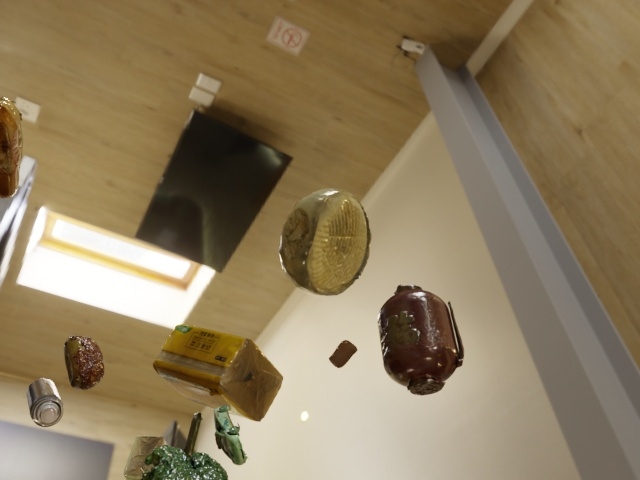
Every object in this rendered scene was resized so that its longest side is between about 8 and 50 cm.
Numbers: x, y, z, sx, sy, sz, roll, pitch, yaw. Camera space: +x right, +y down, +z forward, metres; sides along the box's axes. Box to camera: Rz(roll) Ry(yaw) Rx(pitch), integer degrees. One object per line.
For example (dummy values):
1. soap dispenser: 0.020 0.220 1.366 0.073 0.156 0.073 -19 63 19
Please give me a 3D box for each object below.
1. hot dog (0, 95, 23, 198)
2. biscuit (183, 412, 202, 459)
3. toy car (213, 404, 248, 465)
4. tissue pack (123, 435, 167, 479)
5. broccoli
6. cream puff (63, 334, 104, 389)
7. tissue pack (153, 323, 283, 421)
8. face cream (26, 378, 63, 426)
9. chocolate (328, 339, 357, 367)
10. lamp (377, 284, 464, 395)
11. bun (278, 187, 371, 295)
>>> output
1. hot dog: -0.560 -0.155 0.973 0.269 0.110 0.072 -51 -136 51
2. biscuit: -0.472 0.773 2.058 0.099 0.038 0.322 -177 -78 -80
3. toy car: -0.217 0.453 1.349 0.186 0.058 0.093 -152 -130 -65
4. tissue pack: -0.626 0.852 2.145 0.159 0.125 0.234 -81 171 -47
5. broccoli: -0.285 0.550 1.113 0.246 0.265 0.294 -7 -130 27
6. cream puff: -0.597 0.306 1.471 0.149 0.085 0.148 20 -65 51
7. tissue pack: -0.376 0.482 2.141 0.382 0.293 0.228 4 -130 39
8. face cream: -0.678 0.399 1.426 0.284 0.073 0.073 -5 -115 61
9. chocolate: 0.078 0.396 2.024 0.100 0.065 0.031 -51 179 -5
10. lamp: 0.221 0.213 1.294 0.180 0.180 0.257 -47 -144 44
11. bun: -0.001 0.002 1.935 0.202 0.364 0.364 15 -97 41
